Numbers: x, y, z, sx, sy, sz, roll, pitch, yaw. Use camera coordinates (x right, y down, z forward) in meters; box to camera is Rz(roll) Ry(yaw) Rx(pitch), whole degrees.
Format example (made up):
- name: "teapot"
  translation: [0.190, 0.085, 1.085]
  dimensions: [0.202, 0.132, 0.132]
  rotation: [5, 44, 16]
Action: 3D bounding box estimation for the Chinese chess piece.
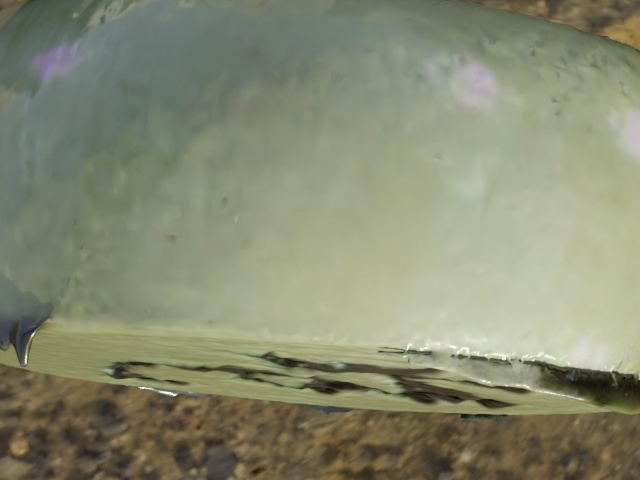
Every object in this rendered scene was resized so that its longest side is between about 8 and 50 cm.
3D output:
- name: "Chinese chess piece"
  translation: [0.000, 0.000, 0.684]
  dimensions: [0.349, 0.349, 0.146]
  rotation: [1, 81, 22]
